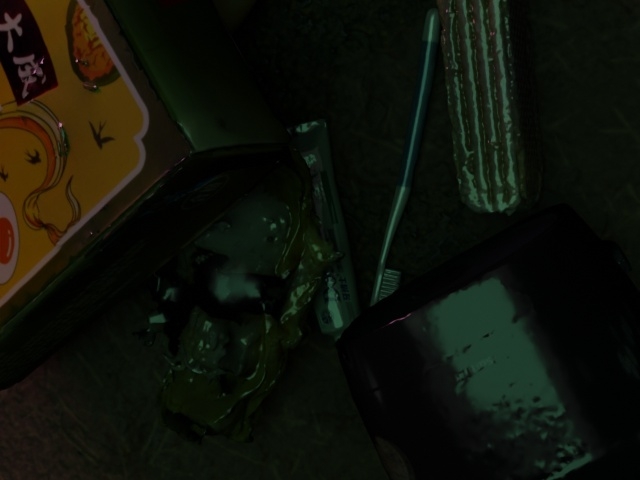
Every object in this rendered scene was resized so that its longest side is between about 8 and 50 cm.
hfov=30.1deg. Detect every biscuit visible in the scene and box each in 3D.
[{"bbox_3d":[0.142,-0.140,0.993,0.062,0.108,0.238,-5,92,21],"label":"biscuit"}]

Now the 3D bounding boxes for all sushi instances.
[{"bbox_3d":[-0.073,0.043,1.035,0.139,0.131,0.290,25,103,47],"label":"sushi"}]

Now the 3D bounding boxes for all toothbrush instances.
[{"bbox_3d":[0.081,-0.068,1.058,0.025,0.019,0.275,12,96,9],"label":"toothbrush"}]

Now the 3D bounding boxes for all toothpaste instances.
[{"bbox_3d":[0.000,0.000,1.075,0.064,0.041,0.218,-14,86,4],"label":"toothpaste"}]

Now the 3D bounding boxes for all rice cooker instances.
[{"bbox_3d":[0.156,0.113,0.934,0.267,0.267,0.224,-32,92,14],"label":"rice cooker"}]

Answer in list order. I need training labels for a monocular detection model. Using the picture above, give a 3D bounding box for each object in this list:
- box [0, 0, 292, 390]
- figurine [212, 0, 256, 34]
[{"bbox_3d":[-0.274,-0.112,1.013,0.420,0.138,0.373,-38,75,32],"label":"box"},{"bbox_3d":[-0.126,-0.320,1.049,0.222,0.124,0.324,14,100,14],"label":"figurine"}]
